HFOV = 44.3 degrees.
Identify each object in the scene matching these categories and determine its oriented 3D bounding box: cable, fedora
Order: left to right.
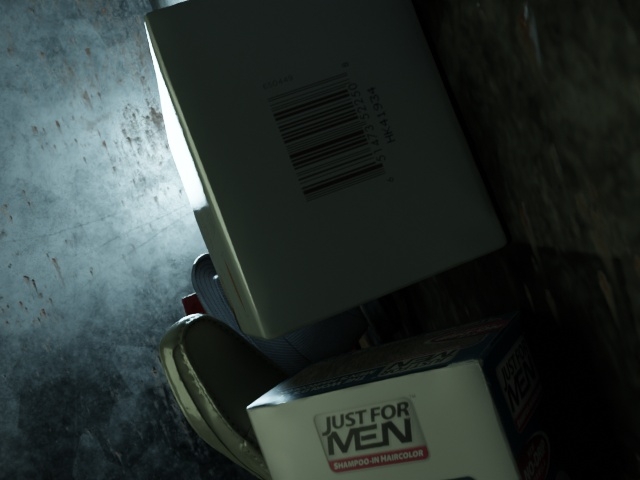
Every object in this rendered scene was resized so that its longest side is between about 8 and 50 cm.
[{"bbox_3d":[-0.026,0.081,0.961,0.244,0.124,0.275,53,-174,21],"label":"fedora"},{"bbox_3d":[0.000,0.000,0.930,0.139,0.072,0.287,81,166,-72],"label":"cable"}]

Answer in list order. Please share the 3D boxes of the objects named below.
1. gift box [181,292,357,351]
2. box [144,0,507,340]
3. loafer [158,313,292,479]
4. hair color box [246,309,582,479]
[{"bbox_3d":[-0.091,0.192,1.263,0.258,0.276,0.255,86,166,-63],"label":"gift box"},{"bbox_3d":[-0.018,-0.048,0.644,0.345,0.168,0.215,145,104,-80],"label":"box"},{"bbox_3d":[-0.023,0.189,0.759,0.319,0.112,0.111,46,135,-4],"label":"loafer"},{"bbox_3d":[0.100,0.238,0.517,0.105,0.173,0.347,-25,-85,-60],"label":"hair color box"}]
